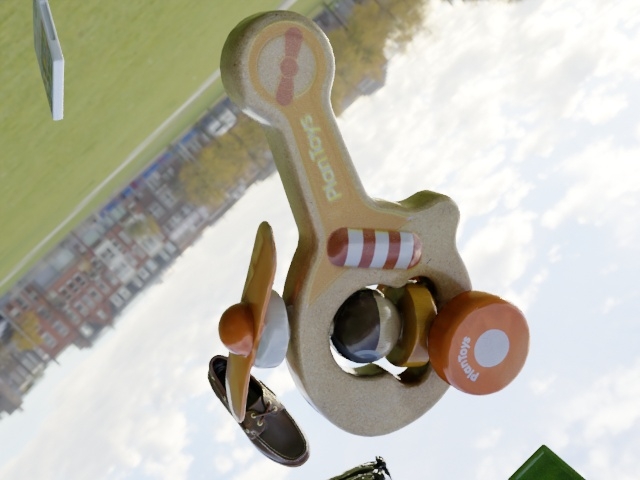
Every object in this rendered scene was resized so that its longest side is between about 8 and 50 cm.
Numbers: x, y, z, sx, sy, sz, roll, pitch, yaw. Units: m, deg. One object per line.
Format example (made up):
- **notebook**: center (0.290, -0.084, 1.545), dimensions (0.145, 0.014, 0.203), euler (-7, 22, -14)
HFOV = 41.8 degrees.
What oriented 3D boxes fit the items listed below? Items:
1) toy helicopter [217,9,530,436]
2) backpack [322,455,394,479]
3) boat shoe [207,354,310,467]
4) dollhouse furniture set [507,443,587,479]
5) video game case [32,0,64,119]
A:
- **toy helicopter**: center (0.000, 0.000, 0.659), dimensions (0.235, 0.355, 0.140), euler (-26, -161, -14)
- **backpack**: center (0.012, 0.474, 1.316), dimensions (0.253, 0.191, 0.225), euler (-20, 179, 4)
- **boat shoe**: center (-0.097, 0.253, 1.251), dimensions (0.073, 0.207, 0.073), euler (-42, 159, -21)
- **dollhouse furniture set**: center (0.288, 0.486, 1.284), dimensions (0.301, 0.151, 0.197), euler (-39, 155, -17)
- **video game case**: center (-0.530, -0.365, 1.636), dimensions (0.023, 0.183, 0.201), euler (-12, 160, -23)
